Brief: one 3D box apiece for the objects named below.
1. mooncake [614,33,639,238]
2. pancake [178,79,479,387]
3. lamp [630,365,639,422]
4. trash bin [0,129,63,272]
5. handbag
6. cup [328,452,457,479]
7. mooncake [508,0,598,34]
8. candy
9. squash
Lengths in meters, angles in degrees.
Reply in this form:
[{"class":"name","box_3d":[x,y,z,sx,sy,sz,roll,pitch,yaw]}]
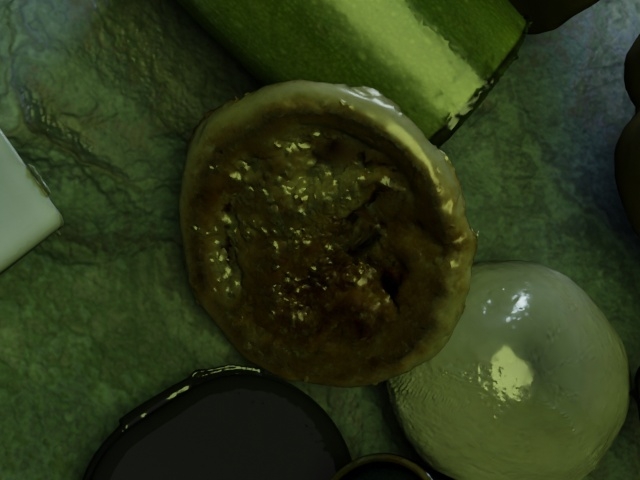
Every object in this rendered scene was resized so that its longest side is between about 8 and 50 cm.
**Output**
[{"class":"mooncake","box_3d":[0.553,-0.092,1.623,0.467,0.262,0.467,9,70,-28]},{"class":"pancake","box_3d":[0.001,-0.001,1.494,0.356,0.065,0.356,7,113,16]},{"class":"lamp","box_3d":[0.464,0.226,1.671,0.283,0.124,0.203,3,79,-59]},{"class":"trash bin","box_3d":[-0.469,0.027,1.402,0.367,0.296,0.256,-37,94,-29]},{"class":"handbag","box_3d":[-0.111,0.275,1.521,0.308,0.093,0.254,-32,80,-22]},{"class":"cup","box_3d":[0.074,0.334,1.488,0.239,0.177,0.166,-34,58,21]},{"class":"mooncake","box_3d":[0.228,-0.431,1.563,0.200,0.378,0.378,-38,95,-20]},{"class":"candy","box_3d":[0.215,0.154,1.594,0.295,0.185,0.296,3,79,-16]},{"class":"squash","box_3d":[0.009,-0.274,1.536,0.384,0.263,0.263,44,76,-8]}]
